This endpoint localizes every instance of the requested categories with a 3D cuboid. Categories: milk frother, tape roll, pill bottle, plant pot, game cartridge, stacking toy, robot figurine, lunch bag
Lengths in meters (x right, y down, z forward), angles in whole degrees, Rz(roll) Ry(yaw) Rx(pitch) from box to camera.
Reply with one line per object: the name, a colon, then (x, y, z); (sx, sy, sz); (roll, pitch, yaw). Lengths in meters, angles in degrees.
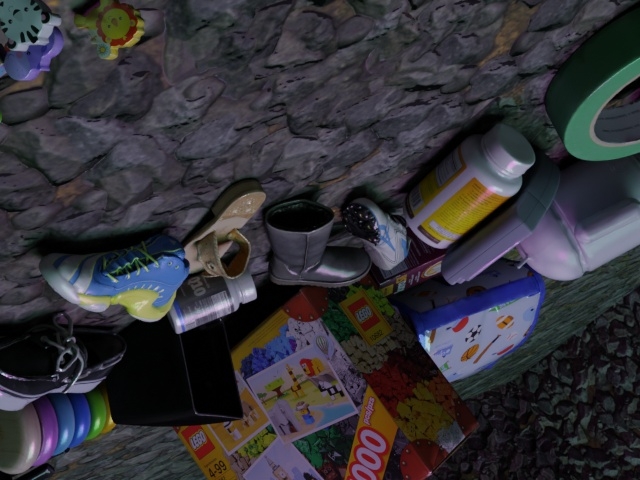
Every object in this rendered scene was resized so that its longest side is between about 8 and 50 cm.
milk frother: (-0.543, 0.362, 1.546); (0.135, 0.129, 0.143); (-27, 116, -2)
tape roll: (0.515, -0.246, 1.344); (0.321, 0.077, 0.321); (-16, 153, -8)
pill bottle: (-0.174, 0.085, 1.346); (0.137, 0.078, 0.078); (-22, 158, -15)
plant pot: (-0.257, 0.229, 1.455); (0.167, 0.188, 0.187); (-21, 161, 14)
game cartridge: (0.316, -0.051, 1.480); (0.198, 0.062, 0.297); (-47, -178, 33)
stacking toy: (-0.408, 0.290, 1.493); (0.141, 0.141, 0.330); (-41, 161, 31)
robot figurine: (0.523, -0.053, 1.686); (0.354, 0.199, 0.300); (-30, -177, 5)
stacking toy: (-0.262, -0.130, 0.700); (0.221, 0.052, 0.167); (-33, -178, 14)
pill bottle: (0.237, -0.088, 1.380); (0.117, 0.117, 0.215); (-6, 150, -44)
lunch bag: (0.271, 0.180, 1.883); (0.328, 0.238, 0.385); (-17, 164, -20)

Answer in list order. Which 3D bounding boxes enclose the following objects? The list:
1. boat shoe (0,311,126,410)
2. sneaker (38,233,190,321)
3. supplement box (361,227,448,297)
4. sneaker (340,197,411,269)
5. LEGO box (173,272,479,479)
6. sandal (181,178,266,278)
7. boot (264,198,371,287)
boat shoe: (-0.384, 0.170, 1.248); (0.105, 0.113, 0.306); (-39, 159, 12)
sneaker: (-0.258, 0.030, 1.142); (0.126, 0.091, 0.240); (-50, 155, 6)
supplement box: (0.175, 0.030, 1.629); (0.188, 0.080, 0.104); (-24, 159, -8)
sneaker: (0.098, -0.023, 1.437); (0.086, 0.085, 0.237); (-53, 156, -7)
LEGO box: (-0.018, 0.328, 1.620); (0.193, 0.372, 0.500); (-27, 167, -50)
sandal: (-0.135, 0.015, 1.227); (0.088, 0.079, 0.240); (-11, 154, -37)
boot: (0.002, 0.002, 1.354); (0.190, 0.076, 0.208); (-8, 149, -12)
